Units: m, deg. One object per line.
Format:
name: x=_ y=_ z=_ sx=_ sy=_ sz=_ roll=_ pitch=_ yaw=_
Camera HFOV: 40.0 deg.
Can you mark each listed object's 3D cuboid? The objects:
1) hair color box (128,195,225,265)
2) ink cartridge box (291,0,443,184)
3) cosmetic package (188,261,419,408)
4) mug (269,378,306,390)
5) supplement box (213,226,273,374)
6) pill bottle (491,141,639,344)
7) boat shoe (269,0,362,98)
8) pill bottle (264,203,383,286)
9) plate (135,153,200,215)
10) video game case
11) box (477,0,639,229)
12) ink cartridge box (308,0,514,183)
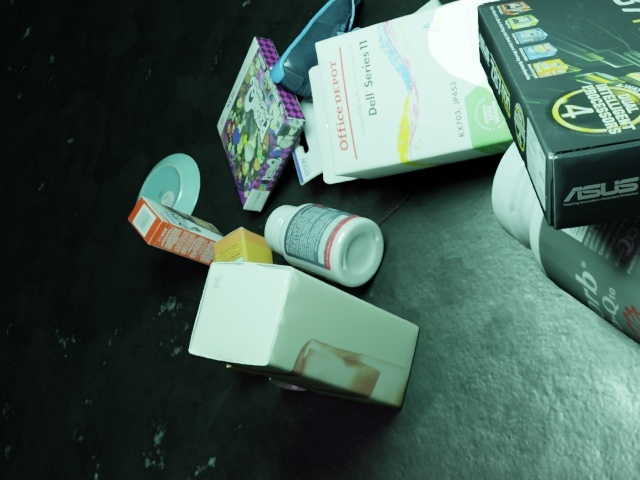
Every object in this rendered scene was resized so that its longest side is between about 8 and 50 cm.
hair color box: x=-0.245 y=-0.013 z=1.551 sx=0.053 sy=0.167 sz=0.093 roll=-56 pitch=46 yaw=9
ink cartridge box: x=0.091 y=-0.227 z=1.423 sx=0.332 sy=0.065 sz=0.165 roll=-32 pitch=54 yaw=25
cosmetic package: x=-0.014 y=0.134 z=1.197 sx=0.153 sy=0.296 sz=0.129 roll=3 pitch=73 yaw=42
mug: x=-0.035 y=0.195 z=1.364 sx=0.078 sy=0.062 sz=0.064 roll=9 pitch=66 yaw=10
supplement box: x=-0.119 y=0.101 z=1.457 sx=0.080 sy=0.078 sz=0.233 roll=-30 pitch=54 yaw=28
pill bottle: x=0.366 y=-0.003 z=0.972 sx=0.210 sy=0.210 sz=0.363 roll=-56 pitch=36 yaw=8
boat shoe: x=0.005 y=-0.332 z=1.506 sx=0.258 sy=0.089 sz=0.109 roll=-55 pitch=9 yaw=-27
pill bottle: x=0.000 y=0.000 z=1.374 sx=0.180 sy=0.108 sz=0.108 roll=18 pitch=84 yaw=43
plate: x=-0.312 y=-0.089 z=1.743 sx=0.188 sy=0.024 sz=0.188 roll=-18 pitch=60 yaw=35
video game case: x=-0.109 y=-0.205 z=1.544 sx=0.210 sy=0.042 sz=0.232 roll=-60 pitch=37 yaw=38
box: x=0.359 y=-0.174 z=0.950 sx=0.318 sy=0.097 sz=0.395 roll=-7 pitch=35 yaw=4
ink cartridge box: x=0.121 y=-0.206 z=1.273 sx=0.353 sy=0.119 sz=0.207 roll=-10 pitch=87 yaw=29
